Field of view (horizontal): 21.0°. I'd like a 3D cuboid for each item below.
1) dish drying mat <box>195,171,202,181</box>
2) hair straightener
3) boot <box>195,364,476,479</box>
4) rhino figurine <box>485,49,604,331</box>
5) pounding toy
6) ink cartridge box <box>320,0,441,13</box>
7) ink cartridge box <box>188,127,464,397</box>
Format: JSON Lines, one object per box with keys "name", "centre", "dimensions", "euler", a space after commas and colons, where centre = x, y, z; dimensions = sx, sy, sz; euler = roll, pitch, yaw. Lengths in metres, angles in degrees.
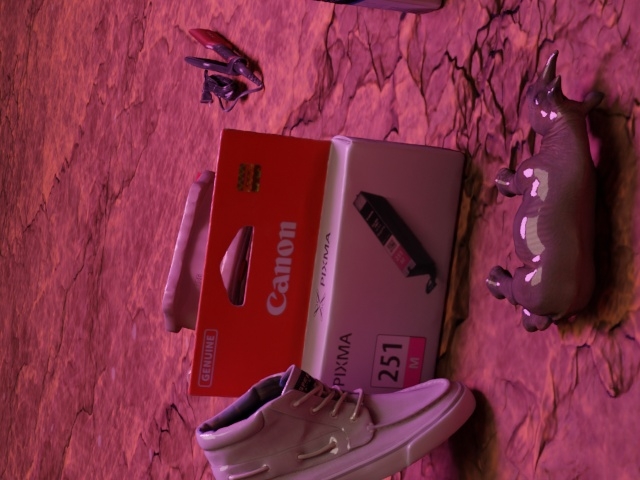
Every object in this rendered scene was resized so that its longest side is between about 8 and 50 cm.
{"name": "dish drying mat", "centre": [-0.157, -0.069, 2.378], "dimensions": [0.083, 0.008, 0.032], "euler": [-142, 59, -62]}
{"name": "hair straightener", "centre": [-0.130, -0.219, 2.312], "dimensions": [0.230, 0.047, 0.089], "euler": [37, 119, 58]}
{"name": "boot", "centre": [0.011, 0.169, 1.640], "dimensions": [0.123, 0.258, 0.095], "euler": [61, -177, -15]}
{"name": "rhino figurine", "centre": [0.199, -0.043, 1.484], "dimensions": [0.106, 0.073, 0.243], "euler": [173, 102, -70]}
{"name": "pounding toy", "centre": [-0.108, 0.056, 2.171], "dimensions": [0.154, 0.155, 0.269], "euler": [40, -116, -84]}
{"name": "ink cartridge box", "centre": [0.049, -0.407, 1.775], "dimensions": [0.065, 0.165, 0.333], "euler": [179, 96, -68]}
{"name": "ink cartridge box", "centre": [0.007, 0.034, 1.698], "dimensions": [0.060, 0.239, 0.275], "euler": [-156, 72, -66]}
